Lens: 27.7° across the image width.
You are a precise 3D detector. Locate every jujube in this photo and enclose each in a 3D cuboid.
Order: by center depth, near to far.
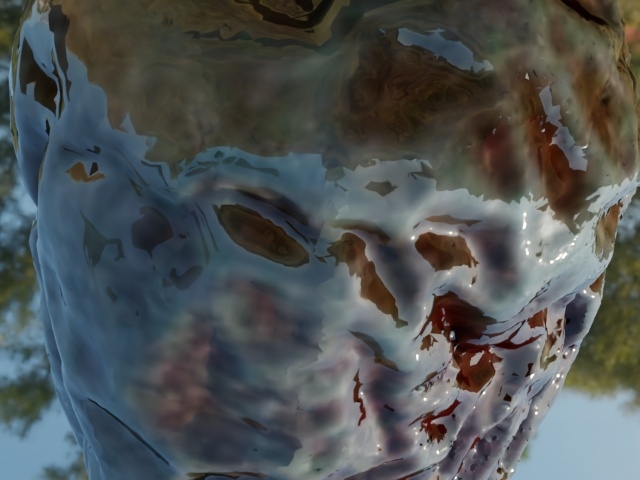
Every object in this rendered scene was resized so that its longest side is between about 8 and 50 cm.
[{"bbox_3d":[0.000,0.000,0.485,0.226,0.317,0.226,1,-133,-1],"label":"jujube"}]
